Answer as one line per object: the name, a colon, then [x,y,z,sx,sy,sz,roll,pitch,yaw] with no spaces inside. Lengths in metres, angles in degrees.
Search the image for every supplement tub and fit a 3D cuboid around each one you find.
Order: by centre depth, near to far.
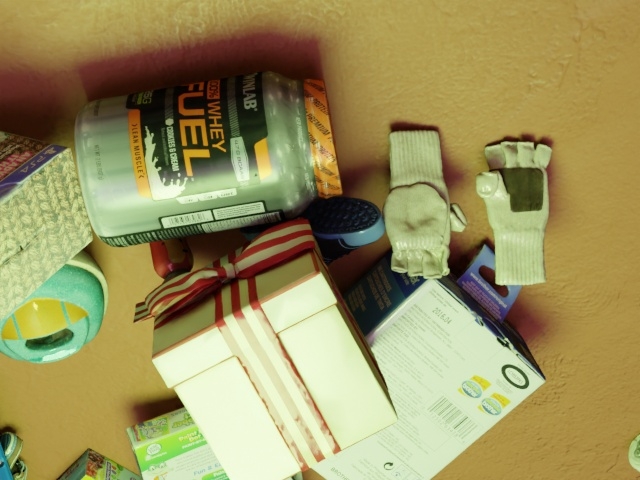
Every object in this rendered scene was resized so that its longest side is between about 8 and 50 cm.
supplement tub: [-0.138,-0.107,1.537,0.316,0.193,0.193,-10,124,2]

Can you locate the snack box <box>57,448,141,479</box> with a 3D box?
snack box: [-0.350,0.459,1.979,0.207,0.070,0.174,36,112,-24]

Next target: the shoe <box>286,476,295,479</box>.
shoe: [-0.080,0.387,1.877,0.081,0.063,0.178,-31,122,-4]

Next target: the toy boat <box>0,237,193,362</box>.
toy boat: [-0.319,0.077,1.645,0.318,0.148,0.267,-17,155,-5]

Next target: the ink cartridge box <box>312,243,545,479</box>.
ink cartridge box: [0.134,0.183,1.760,0.395,0.151,0.270,-42,117,12]

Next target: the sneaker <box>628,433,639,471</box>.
sneaker: [0.627,0.335,1.967,0.232,0.090,0.115,-24,130,22]

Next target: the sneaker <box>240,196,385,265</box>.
sneaker: [0.000,0.000,1.650,0.232,0.081,0.090,-1,132,39]

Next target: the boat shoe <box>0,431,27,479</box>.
boat shoe: [-0.503,0.369,1.917,0.066,0.066,0.183,21,130,-23]

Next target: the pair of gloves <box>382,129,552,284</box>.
pair of gloves: [0.200,-0.045,1.625,0.240,0.042,0.204,6,81,-12]

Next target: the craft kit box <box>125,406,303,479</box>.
craft kit box: [-0.158,0.355,1.890,0.250,0.061,0.246,-18,128,-15]

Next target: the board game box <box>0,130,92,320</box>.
board game box: [-0.473,-0.026,1.474,0.291,0.232,0.141,15,131,27]

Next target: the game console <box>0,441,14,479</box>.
game console: [-0.617,0.351,1.869,0.173,0.250,0.293,-33,132,-34]

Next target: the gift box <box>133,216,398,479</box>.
gift box: [-0.079,0.127,1.525,0.255,0.276,0.258,-29,110,-2]
